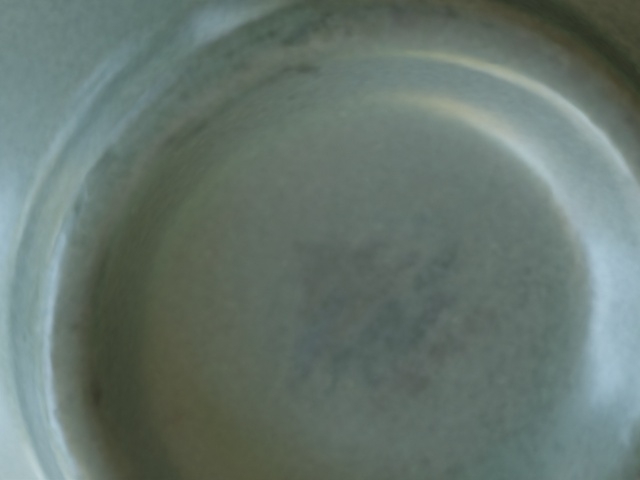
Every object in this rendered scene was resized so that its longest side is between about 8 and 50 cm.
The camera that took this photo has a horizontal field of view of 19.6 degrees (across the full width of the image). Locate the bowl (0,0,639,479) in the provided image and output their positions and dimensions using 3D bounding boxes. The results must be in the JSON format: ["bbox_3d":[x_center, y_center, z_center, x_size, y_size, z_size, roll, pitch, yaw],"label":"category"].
[{"bbox_3d":[0.000,0.000,0.564,0.196,0.435,0.435,-126,12,-72],"label":"bowl"}]
